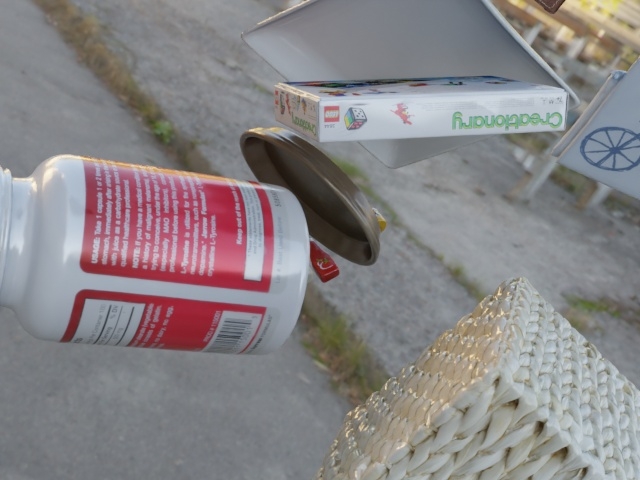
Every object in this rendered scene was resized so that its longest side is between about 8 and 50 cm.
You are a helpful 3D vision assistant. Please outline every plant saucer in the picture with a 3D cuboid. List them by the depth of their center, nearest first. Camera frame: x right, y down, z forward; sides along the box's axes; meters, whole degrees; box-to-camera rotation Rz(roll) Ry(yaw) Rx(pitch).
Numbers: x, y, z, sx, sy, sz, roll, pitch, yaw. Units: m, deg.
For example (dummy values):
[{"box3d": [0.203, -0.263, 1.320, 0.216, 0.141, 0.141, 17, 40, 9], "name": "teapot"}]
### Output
[{"box3d": [-0.010, -0.071, 1.410, 0.278, 0.041, 0.278, 40, -16, 14], "name": "plant saucer"}]

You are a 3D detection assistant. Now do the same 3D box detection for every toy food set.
[{"box3d": [0.000, 0.000, 1.729, 0.104, 0.232, 0.111, 54, -11, 36], "name": "toy food set"}]

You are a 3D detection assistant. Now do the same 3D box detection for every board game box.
[{"box3d": [0.115, -0.163, 1.136, 0.306, 0.053, 0.193, -5, 15, -16], "name": "board game box"}]

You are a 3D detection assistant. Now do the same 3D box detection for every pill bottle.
[{"box3d": [-0.238, 0.018, 1.162, 0.408, 0.229, 0.229, 8, 27, -24], "name": "pill bottle"}]

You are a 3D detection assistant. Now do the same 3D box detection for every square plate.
[{"box3d": [0.124, -0.248, 1.299, 0.347, 0.344, 0.049, 37, 54, -33], "name": "square plate"}]

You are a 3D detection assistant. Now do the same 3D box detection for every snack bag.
[{"box3d": [0.541, -0.160, 1.297, 0.323, 0.342, 0.037, 23, 50, -3], "name": "snack bag"}]

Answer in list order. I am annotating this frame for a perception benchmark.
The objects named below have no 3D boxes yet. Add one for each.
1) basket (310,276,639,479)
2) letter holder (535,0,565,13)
[{"box3d": [0.174, 0.260, 0.973, 0.266, 0.328, 0.331, 46, 22, 0], "name": "basket"}, {"box3d": [0.353, -0.515, 1.322, 0.214, 0.302, 0.152, 39, 29, -3], "name": "letter holder"}]
